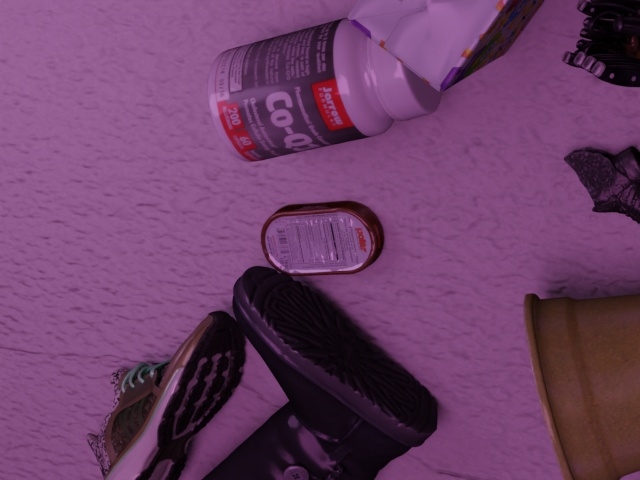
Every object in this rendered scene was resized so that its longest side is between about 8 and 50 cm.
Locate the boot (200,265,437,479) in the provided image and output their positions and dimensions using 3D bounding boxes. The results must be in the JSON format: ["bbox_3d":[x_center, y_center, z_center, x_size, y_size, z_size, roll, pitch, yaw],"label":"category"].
[{"bbox_3d":[-0.092,0.300,1.780,0.367,0.146,0.445,42,122,0],"label":"boot"}]

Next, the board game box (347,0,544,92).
[{"bbox_3d":[0.170,-0.295,1.382,0.142,0.275,0.144,39,119,7],"label":"board game box"}]

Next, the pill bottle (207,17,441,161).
[{"bbox_3d":[0.006,-0.207,1.553,0.283,0.161,0.161,-10,103,27],"label":"pill bottle"}]

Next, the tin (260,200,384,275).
[{"bbox_3d":[0.000,0.000,1.701,0.189,0.040,0.106,-4,110,25],"label":"tin"}]

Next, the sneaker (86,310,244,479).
[{"bbox_3d":[-0.276,0.251,1.863,0.182,0.158,0.410,45,116,25],"label":"sneaker"}]

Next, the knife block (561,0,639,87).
[{"bbox_3d":[0.424,-0.208,1.317,0.275,0.242,0.088,20,116,17],"label":"knife block"}]

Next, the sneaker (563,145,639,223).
[{"bbox_3d":[0.392,-0.054,1.497,0.089,0.051,0.170,-29,89,30],"label":"sneaker"}]

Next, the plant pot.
[{"bbox_3d":[0.417,0.171,1.463,0.253,0.276,0.276,-16,101,16],"label":"plant pot"}]
